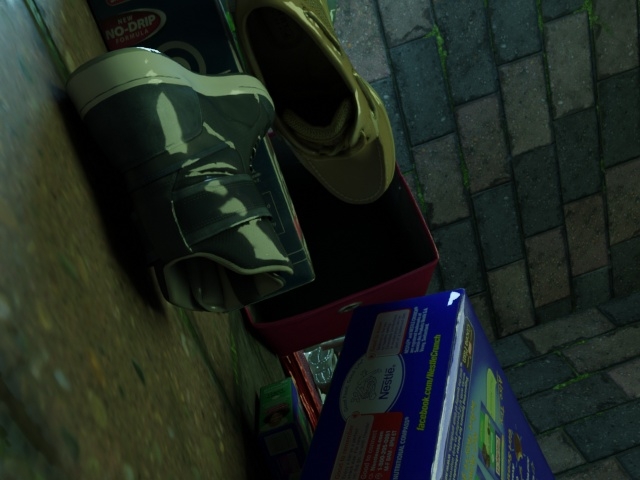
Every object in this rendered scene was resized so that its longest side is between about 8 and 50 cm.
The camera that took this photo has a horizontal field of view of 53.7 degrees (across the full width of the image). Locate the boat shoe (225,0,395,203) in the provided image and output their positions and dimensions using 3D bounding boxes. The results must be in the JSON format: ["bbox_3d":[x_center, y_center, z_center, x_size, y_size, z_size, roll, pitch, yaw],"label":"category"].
[{"bbox_3d":[-0.004,-0.134,0.662,0.341,0.121,0.110,53,24,-47],"label":"boat shoe"}]

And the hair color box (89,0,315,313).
[{"bbox_3d":[-0.113,-0.122,0.641,0.174,0.105,0.348,-114,-176,-71],"label":"hair color box"}]

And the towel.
[{"bbox_3d":[-0.041,0.229,1.157,0.275,0.031,0.199,-132,-160,-82],"label":"towel"}]

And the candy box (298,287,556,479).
[{"bbox_3d":[0.111,0.250,0.550,0.317,0.122,0.268,58,35,-29],"label":"candy box"}]

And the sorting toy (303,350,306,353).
[{"bbox_3d":[-0.034,0.299,1.562,0.062,0.012,0.083,-123,-170,-69],"label":"sorting toy"}]

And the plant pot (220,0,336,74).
[{"bbox_3d":[-0.142,-0.360,1.047,0.195,0.290,0.290,24,32,-38],"label":"plant pot"}]

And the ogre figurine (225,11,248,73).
[{"bbox_3d":[-0.154,-0.245,0.831,0.197,0.118,0.097,-109,-176,-67],"label":"ogre figurine"}]

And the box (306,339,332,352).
[{"bbox_3d":[-0.032,0.196,1.521,0.126,0.072,0.137,63,-2,16],"label":"box"}]

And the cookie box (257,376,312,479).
[{"bbox_3d":[-0.031,0.203,0.639,0.107,0.040,0.092,-114,-174,-78],"label":"cookie box"}]

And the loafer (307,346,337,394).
[{"bbox_3d":[0.009,0.256,1.232,0.148,0.056,0.050,-91,162,-70],"label":"loafer"}]

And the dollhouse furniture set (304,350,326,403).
[{"bbox_3d":[0.035,0.295,1.350,0.161,0.101,0.182,98,-23,-55],"label":"dollhouse furniture set"}]

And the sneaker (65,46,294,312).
[{"bbox_3d":[-0.068,-0.037,0.454,0.164,0.086,0.226,63,20,0],"label":"sneaker"}]

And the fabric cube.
[{"bbox_3d":[0.000,0.000,0.927,0.258,0.254,0.259,79,-9,-70],"label":"fabric cube"}]

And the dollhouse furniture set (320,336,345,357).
[{"bbox_3d":[0.135,0.348,1.162,0.201,0.152,0.375,25,51,-75],"label":"dollhouse furniture set"}]
